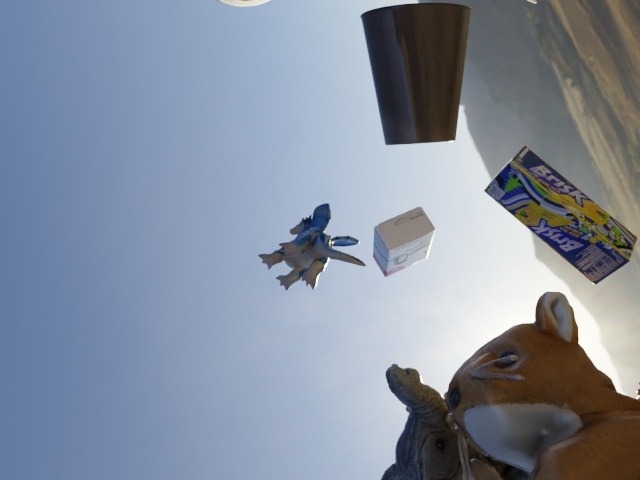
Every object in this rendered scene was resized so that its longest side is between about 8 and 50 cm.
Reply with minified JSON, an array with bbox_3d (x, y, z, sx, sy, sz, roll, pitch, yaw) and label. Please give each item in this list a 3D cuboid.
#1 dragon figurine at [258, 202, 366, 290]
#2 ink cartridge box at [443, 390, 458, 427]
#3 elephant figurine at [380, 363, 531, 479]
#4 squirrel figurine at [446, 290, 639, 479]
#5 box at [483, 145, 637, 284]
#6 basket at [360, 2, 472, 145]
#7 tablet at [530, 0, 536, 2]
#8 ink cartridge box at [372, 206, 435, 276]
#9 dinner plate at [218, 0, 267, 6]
[{"bbox_3d":[0.000,0.000,0.851,0.144,0.289,0.085,-44,-81,-27],"label":"dragon figurine"},{"bbox_3d":[0.352,0.324,0.936,0.193,0.235,0.088,-129,36,-56],"label":"ink cartridge box"},{"bbox_3d":[0.150,0.283,0.687,0.240,0.169,0.185,18,-143,-37],"label":"elephant figurine"},{"bbox_3d":[0.326,0.217,0.529,0.370,0.398,0.280,-128,34,-58],"label":"squirrel figurine"},{"bbox_3d":[0.279,-0.031,0.648,0.169,0.054,0.059,43,-135,8],"label":"box"},{"bbox_3d":[0.176,-0.287,0.989,0.154,0.205,0.226,-158,62,-68],"label":"basket"},{"bbox_3d":[0.325,-0.426,0.939,0.083,0.006,0.054,43,-146,25],"label":"tablet"},{"bbox_3d":[0.173,0.005,1.165,0.150,0.109,0.063,81,163,-65],"label":"ink cartridge box"},{"bbox_3d":[-0.108,-0.386,0.796,0.141,0.141,0.017,25,-129,-56],"label":"dinner plate"}]
